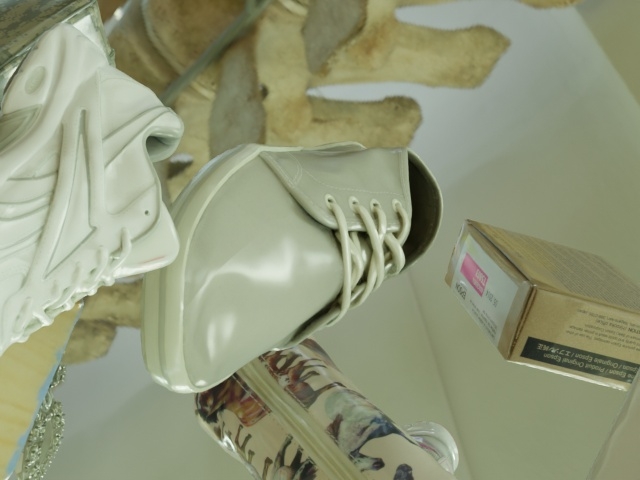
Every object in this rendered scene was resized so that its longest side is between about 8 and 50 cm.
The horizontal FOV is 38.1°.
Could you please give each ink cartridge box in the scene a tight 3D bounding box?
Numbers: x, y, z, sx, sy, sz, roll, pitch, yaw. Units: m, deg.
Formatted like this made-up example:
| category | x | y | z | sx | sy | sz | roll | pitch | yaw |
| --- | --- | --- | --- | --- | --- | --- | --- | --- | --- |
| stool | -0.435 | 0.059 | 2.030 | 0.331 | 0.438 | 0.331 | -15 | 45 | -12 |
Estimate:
| category | x | y | z | sx | sy | sz | roll | pitch | yaw |
| --- | --- | --- | --- | --- | --- | --- | --- | --- | --- |
| ink cartridge box | 0.262 | 0.069 | 1.015 | 0.235 | 0.193 | 0.088 | -112 | -142 | -70 |

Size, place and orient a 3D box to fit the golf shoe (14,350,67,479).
| category | x | y | z | sx | sy | sz | roll | pitch | yaw |
| --- | --- | --- | --- | --- | --- | --- | --- | --- | --- |
| golf shoe | -0.342 | 0.191 | 1.063 | 0.086 | 0.069 | 0.176 | 8 | -84 | 16 |

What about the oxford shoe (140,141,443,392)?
| category | x | y | z | sx | sy | sz | roll | pitch | yaw |
| --- | --- | --- | --- | --- | --- | --- | --- | --- | --- |
| oxford shoe | 0.000 | 0.000 | 0.775 | 0.130 | 0.449 | 0.169 | 10 | -73 | 21 |

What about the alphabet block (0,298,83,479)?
| category | x | y | z | sx | sy | sz | roll | pitch | yaw |
| --- | --- | --- | --- | --- | --- | --- | --- | --- | --- |
| alphabet block | -0.366 | 0.087 | 0.808 | 0.192 | 0.197 | 0.193 | 22 | -90 | 36 |

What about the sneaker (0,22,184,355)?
| category | x | y | z | sx | sy | sz | roll | pitch | yaw |
| --- | --- | --- | --- | --- | --- | --- | --- | --- | --- |
| sneaker | -0.130 | -0.001 | 0.458 | 0.090 | 0.115 | 0.232 | -43 | -156 | 58 |

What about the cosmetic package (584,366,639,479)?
| category | x | y | z | sx | sy | sz | roll | pitch | yaw |
| --- | --- | --- | --- | --- | --- | --- | --- | --- | --- |
| cosmetic package | 0.256 | 0.300 | 0.678 | 0.161 | 0.230 | 0.453 | 31 | -71 | 36 |

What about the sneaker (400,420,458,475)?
| category | x | y | z | sx | sy | sz | roll | pitch | yaw |
| --- | --- | --- | --- | --- | --- | --- | --- | --- | --- |
| sneaker | 0.043 | 0.284 | 1.078 | 0.252 | 0.111 | 0.103 | -22 | -90 | 0 |

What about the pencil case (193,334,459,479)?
| category | x | y | z | sx | sy | sz | roll | pitch | yaw |
| --- | --- | --- | --- | --- | --- | --- | --- | --- | --- |
| pencil case | 0.028 | 0.231 | 0.901 | 0.160 | 0.183 | 0.410 | -35 | -135 | -16 |

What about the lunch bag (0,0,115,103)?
| category | x | y | z | sx | sy | sz | roll | pitch | yaw |
| --- | --- | --- | --- | --- | --- | --- | --- | --- | --- |
| lunch bag | -0.445 | -0.193 | 1.366 | 0.212 | 0.256 | 0.305 | 9 | -139 | 28 |
